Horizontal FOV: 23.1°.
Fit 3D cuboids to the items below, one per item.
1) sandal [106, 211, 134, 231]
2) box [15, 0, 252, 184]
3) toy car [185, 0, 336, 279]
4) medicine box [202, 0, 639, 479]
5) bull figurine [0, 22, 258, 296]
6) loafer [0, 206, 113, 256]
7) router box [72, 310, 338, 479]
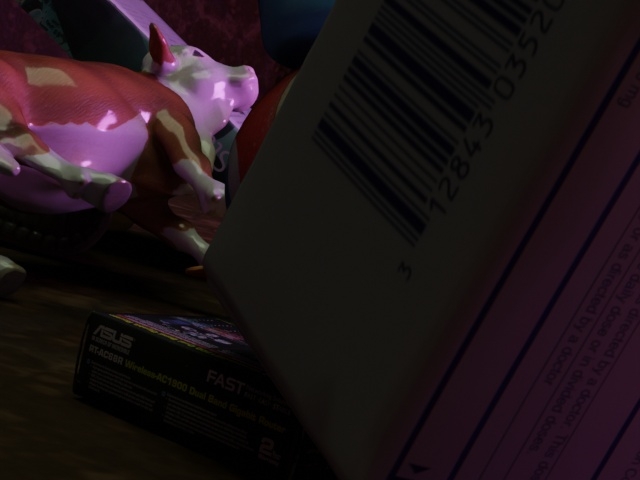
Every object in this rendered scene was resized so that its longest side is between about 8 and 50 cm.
[{"bbox_3d":[-0.285,-0.098,1.239,0.317,0.138,0.126,9,9,-34],"label":"sandal"},{"bbox_3d":[-0.086,-0.087,1.230,0.322,0.058,0.232,44,6,1],"label":"box"},{"bbox_3d":[0.000,0.000,0.854,0.210,0.219,0.238,9,-22,-40],"label":"toy car"},{"bbox_3d":[0.150,-0.028,0.598,0.289,0.264,0.149,15,22,-35],"label":"medicine box"},{"bbox_3d":[-0.138,-0.056,0.961,0.310,0.101,0.188,-5,40,-47],"label":"bull figurine"},{"bbox_3d":[-0.269,-0.059,1.088,0.268,0.102,0.092,26,-4,-1],"label":"loafer"},{"bbox_3d":[-0.027,0.063,0.648,0.122,0.038,0.092,17,5,36],"label":"router box"}]
